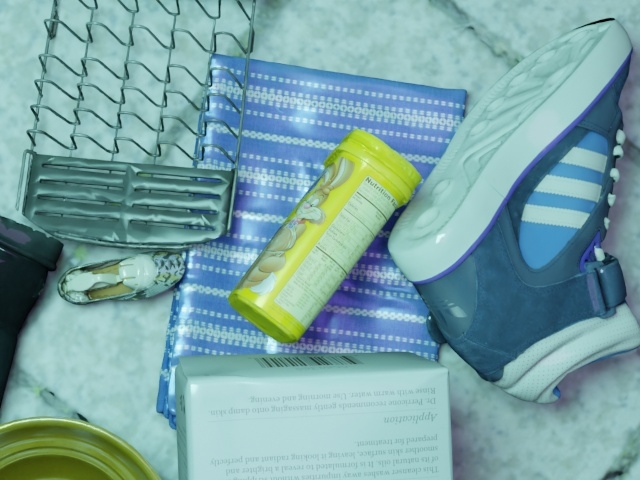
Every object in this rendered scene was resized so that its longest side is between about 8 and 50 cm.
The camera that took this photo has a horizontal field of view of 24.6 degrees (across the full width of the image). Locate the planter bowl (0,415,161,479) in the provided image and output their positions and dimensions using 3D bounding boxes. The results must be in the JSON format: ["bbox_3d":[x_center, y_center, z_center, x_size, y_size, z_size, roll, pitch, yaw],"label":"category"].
[{"bbox_3d":[-0.225,0.254,1.215,0.217,0.090,0.217,1,84,-6],"label":"planter bowl"}]

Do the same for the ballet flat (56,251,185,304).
[{"bbox_3d":[-0.173,0.033,1.253,0.114,0.041,0.041,-12,86,11],"label":"ballet flat"}]

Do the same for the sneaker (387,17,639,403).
[{"bbox_3d":[0.219,-0.012,1.297,0.236,0.130,0.323,49,65,-20],"label":"sneaker"}]

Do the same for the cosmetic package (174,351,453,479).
[{"bbox_3d":[-0.005,0.289,1.187,0.217,0.156,0.385,0,92,-9],"label":"cosmetic package"}]

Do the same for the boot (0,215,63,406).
[{"bbox_3d":[-0.359,0.053,1.216,0.246,0.094,0.207,24,78,-10],"label":"boot"}]

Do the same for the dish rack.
[{"bbox_3d":[-0.157,-0.129,1.248,0.208,0.074,0.272,5,79,6],"label":"dish rack"}]

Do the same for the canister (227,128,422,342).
[{"bbox_3d":[0.000,0.000,1.219,0.073,0.126,0.170,37,80,-4],"label":"canister"}]

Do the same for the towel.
[{"bbox_3d":[-0.004,0.012,1.293,0.243,0.040,0.336,8,83,-7],"label":"towel"}]
